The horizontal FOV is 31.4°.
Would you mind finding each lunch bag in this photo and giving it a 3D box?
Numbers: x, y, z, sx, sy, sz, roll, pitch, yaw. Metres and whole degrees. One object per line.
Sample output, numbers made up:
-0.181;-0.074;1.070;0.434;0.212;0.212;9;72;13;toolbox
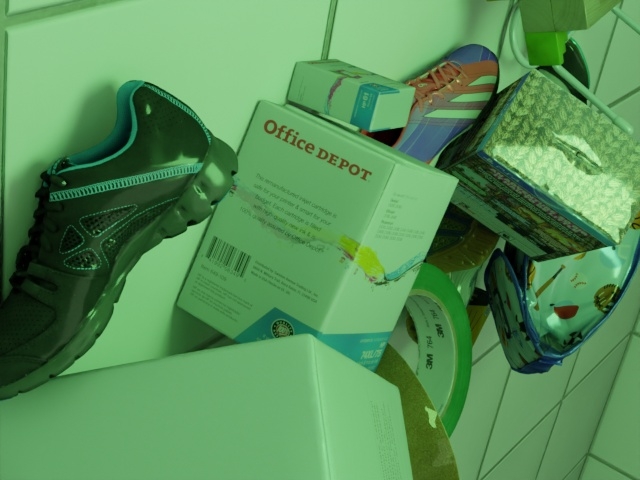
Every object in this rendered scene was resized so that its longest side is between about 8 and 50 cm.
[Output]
0.415;0.038;1.973;0.328;0.239;0.385;80;27;-79;lunch bag

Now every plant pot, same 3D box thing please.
0.012;0.284;1.478;0.254;0.237;0.237;-24;140;-16;plant pot

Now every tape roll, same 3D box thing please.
0.112;0.190;1.739;0.321;0.077;0.321;-3;94;-48;tape roll

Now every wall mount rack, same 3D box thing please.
0.461;-0.356;1.853;0.350;0.130;0.304;-45;124;-31;wall mount rack

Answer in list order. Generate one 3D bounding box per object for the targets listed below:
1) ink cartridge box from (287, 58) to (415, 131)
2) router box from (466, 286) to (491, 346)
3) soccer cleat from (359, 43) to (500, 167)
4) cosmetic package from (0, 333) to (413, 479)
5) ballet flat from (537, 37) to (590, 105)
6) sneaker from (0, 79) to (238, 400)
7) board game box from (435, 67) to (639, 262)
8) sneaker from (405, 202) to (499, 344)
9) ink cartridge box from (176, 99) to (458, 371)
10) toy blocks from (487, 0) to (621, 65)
0.037;-0.175;1.359;0.088;0.122;0.052;-17;125;-55;ink cartridge box
0.258;0.145;2.122;0.179;0.046;0.133;19;97;-63;router box
0.146;-0.184;1.573;0.318;0.108;0.116;-50;136;-25;soccer cleat
-0.087;0.309;1.181;0.393;0.329;0.327;43;38;-69;cosmetic package
0.424;-0.252;2.005;0.096;0.095;0.280;-49;151;-7;ballet flat
-0.236;-0.002;1.083;0.341;0.125;0.140;-51;123;-14;sneaker
0.316;-0.098;1.667;0.141;0.232;0.291;-57;-173;-11;board game box
0.225;0.036;1.933;0.296;0.112;0.131;-65;171;8;sneaker
0.000;0.000;1.369;0.197;0.198;0.270;7;109;-61;ink cartridge box
0.354;-0.467;1.564;0.261;0.190;0.381;-40;125;-44;toy blocks
